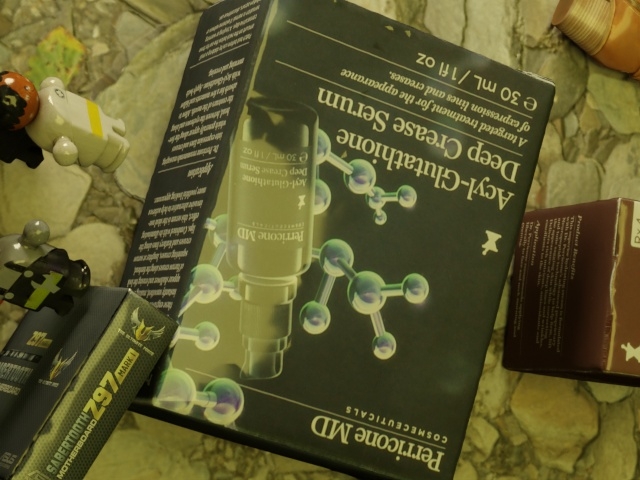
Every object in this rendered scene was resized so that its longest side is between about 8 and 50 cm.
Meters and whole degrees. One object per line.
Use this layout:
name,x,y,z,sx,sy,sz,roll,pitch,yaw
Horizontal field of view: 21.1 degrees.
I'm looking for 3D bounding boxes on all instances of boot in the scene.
boot,0.346,-0.267,1.809,0.152,0.073,0.197,29,89,-17

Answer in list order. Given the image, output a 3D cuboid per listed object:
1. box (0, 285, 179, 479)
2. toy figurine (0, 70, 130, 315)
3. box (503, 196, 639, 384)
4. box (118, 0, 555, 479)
box,-0.228,0.127,1.465,0.059,0.232,0.183,38,74,-22
toy figurine,-0.284,-0.045,1.463,0.148,0.209,0.213,24,80,-36
box,0.305,0.058,1.701,0.167,0.203,0.169,10,84,-22
box,0.000,0.000,1.577,0.293,0.212,0.396,19,81,-21
